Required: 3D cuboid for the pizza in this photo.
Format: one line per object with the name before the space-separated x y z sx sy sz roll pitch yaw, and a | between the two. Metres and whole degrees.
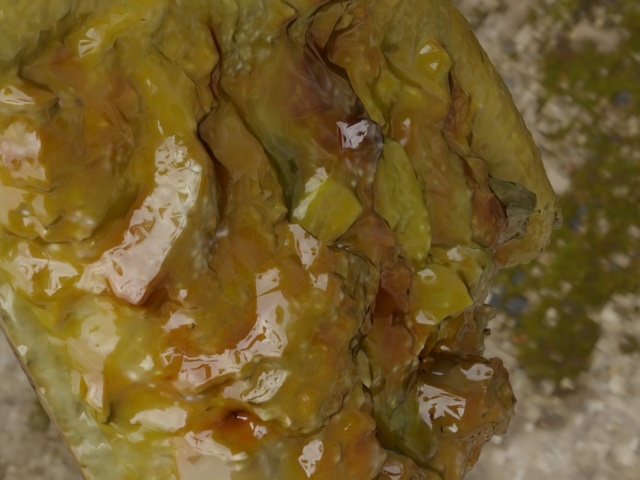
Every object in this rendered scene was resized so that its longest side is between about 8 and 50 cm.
pizza | -0.009 -0.033 0.589 0.087 0.268 0.258 -8 34 28
